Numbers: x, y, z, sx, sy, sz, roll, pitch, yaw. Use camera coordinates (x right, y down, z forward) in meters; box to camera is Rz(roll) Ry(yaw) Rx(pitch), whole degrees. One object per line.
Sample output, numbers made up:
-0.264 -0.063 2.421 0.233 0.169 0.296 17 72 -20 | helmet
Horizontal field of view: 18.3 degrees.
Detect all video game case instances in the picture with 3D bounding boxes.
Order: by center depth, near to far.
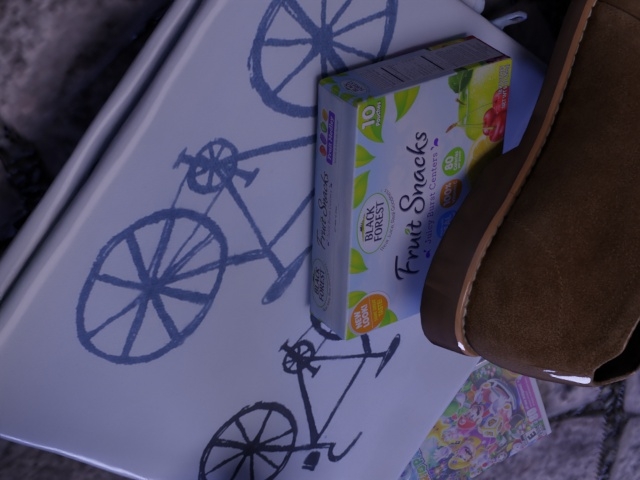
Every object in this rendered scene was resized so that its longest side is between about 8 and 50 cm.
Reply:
0.081 0.117 1.229 0.122 0.011 0.087 -28 130 -9 | video game case

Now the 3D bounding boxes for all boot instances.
0.171 -0.061 1.041 0.305 0.115 0.112 -63 151 -13 | boot

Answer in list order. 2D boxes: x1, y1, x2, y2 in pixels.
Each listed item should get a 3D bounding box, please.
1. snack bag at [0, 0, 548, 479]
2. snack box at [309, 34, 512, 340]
0.000 0.000 1.068 0.342 0.037 0.323 28 98 -45 | snack bag
0.046 -0.027 1.033 0.100 0.037 0.141 -18 127 -29 | snack box
